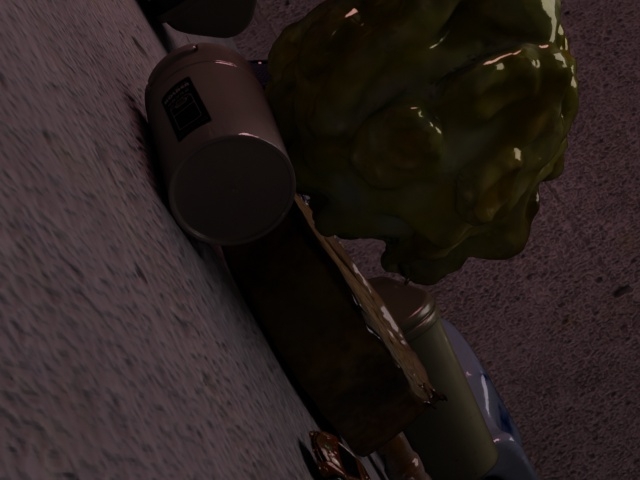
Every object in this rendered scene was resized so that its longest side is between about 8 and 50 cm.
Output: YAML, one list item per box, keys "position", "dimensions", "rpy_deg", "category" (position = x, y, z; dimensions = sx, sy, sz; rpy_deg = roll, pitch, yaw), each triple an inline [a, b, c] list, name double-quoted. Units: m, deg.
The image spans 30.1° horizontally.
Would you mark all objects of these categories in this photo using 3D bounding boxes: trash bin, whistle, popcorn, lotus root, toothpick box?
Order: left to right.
- position: [-0.197, -0.418, 1.618]
  dimensions: [0.290, 0.182, 0.209]
  rpy_deg: [55, 7, -24]
  category: "trash bin"
- position: [-0.090, -0.087, 1.038]
  dimensions: [0.111, 0.111, 0.181]
  rpy_deg: [59, 5, -36]
  category: "toothpick box"
- position: [-0.001, 0.057, 1.290]
  dimensions: [0.375, 0.111, 0.390]
  rpy_deg: [61, 6, 21]
  category: "lotus root"
- position: [0.116, 0.188, 1.600]
  dimensions: [0.247, 0.121, 0.243]
  rpy_deg: [65, -15, -15]
  category: "trash bin"
- position: [0.117, 0.300, 1.443]
  dimensions: [0.220, 0.057, 0.107]
  rpy_deg: [62, 2, -22]
  category: "whistle"
- position: [0.106, -0.125, 1.109]
  dimensions: [0.312, 0.312, 0.312]
  rpy_deg: [61, 3, -6]
  category: "popcorn"

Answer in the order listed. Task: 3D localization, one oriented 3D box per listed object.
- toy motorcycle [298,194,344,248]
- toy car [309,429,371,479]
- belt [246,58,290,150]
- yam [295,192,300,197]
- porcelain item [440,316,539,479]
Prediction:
- position: [0.000, 0.000, 2.142]
  dimensions: [0.193, 0.061, 0.124]
  rpy_deg: [62, 6, -4]
  category: "toy motorcycle"
- position: [0.024, 0.205, 1.009]
  dimensions: [0.059, 0.035, 0.122]
  rpy_deg: [-107, 171, -55]
  category: "toy car"
- position: [-0.092, -0.185, 1.756]
  dimensions: [0.230, 0.126, 0.140]
  rpy_deg: [-114, -158, -52]
  category: "belt"
- position: [-0.056, -0.041, 1.562]
  dimensions: [0.067, 0.071, 0.317]
  rpy_deg: [-10, -66, 54]
  category: "yam"
- position: [0.197, 0.269, 1.921]
  dimensions: [0.242, 0.178, 0.405]
  rpy_deg: [58, 2, -34]
  category: "porcelain item"
